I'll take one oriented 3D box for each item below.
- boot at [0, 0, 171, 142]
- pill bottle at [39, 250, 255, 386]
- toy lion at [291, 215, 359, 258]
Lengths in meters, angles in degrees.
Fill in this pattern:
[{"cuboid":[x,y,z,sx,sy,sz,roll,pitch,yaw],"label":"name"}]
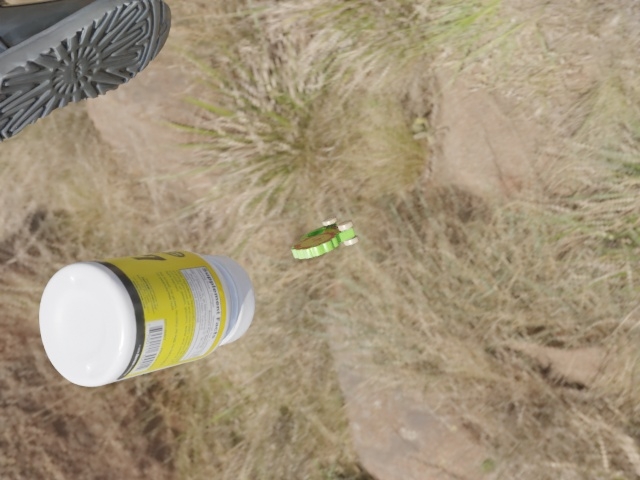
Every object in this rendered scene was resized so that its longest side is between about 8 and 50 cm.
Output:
[{"cuboid":[-0.479,-0.356,1.313,0.445,0.367,0.146,39,137,17],"label":"boot"},{"cuboid":[-0.166,0.071,0.972,0.119,0.208,0.119,3,95,32],"label":"pill bottle"},{"cuboid":[0.000,0.000,1.401,0.100,0.096,0.034,19,131,69],"label":"toy lion"}]
